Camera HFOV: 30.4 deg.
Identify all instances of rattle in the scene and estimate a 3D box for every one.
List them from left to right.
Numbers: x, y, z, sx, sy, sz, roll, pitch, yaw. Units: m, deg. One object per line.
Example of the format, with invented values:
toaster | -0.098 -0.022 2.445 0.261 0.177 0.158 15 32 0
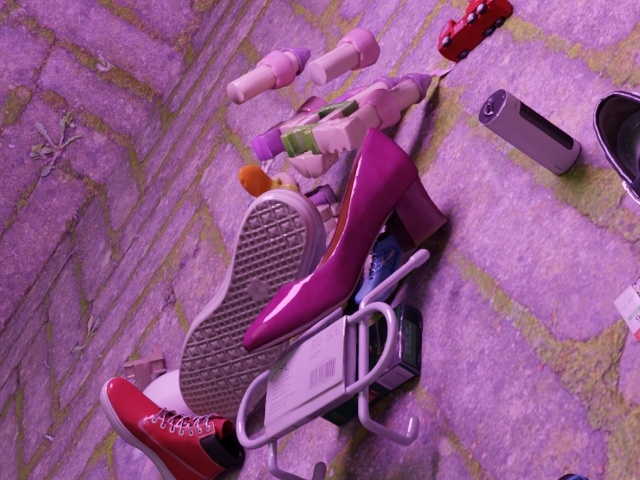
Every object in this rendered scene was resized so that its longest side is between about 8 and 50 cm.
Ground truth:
rattle | -0.139 -0.095 2.321 0.199 0.142 0.130 32 110 61

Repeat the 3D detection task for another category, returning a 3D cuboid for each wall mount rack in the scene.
wall mount rack | 0.032 0.161 1.593 0.350 0.130 0.304 -36 39 43

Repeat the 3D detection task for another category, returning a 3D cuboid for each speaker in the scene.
speaker | 0.272 -0.142 1.537 0.055 0.136 0.055 -45 26 30

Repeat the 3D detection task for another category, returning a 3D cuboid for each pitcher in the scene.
pitcher | -0.224 0.298 2.062 0.207 0.125 0.178 -36 46 22

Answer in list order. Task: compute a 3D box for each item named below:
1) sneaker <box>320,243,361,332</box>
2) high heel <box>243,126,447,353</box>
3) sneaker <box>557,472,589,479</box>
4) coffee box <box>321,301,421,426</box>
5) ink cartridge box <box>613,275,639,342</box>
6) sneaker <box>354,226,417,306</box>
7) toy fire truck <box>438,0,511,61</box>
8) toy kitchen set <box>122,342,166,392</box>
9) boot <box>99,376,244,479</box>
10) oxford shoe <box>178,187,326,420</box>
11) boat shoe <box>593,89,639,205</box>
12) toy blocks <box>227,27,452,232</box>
sneaker | 0.020 0.092 1.869 0.082 0.069 0.209 -55 20 40
high heel | 0.000 0.000 1.679 0.377 0.181 0.127 -37 0 -29
sneaker | 0.210 0.312 1.212 0.188 0.067 0.078 -58 29 12
coffee box | 0.071 0.179 1.685 0.184 0.040 0.113 -39 31 39
ink cartridge box | 0.357 0.080 1.238 0.063 0.029 0.115 -50 24 20
sneaker | 0.090 0.026 1.786 0.162 0.073 0.063 -62 24 -6
toy fire truck | 0.270 -0.399 1.958 0.192 0.047 0.135 -41 29 39
toy kitchen set | -0.365 0.266 2.435 0.075 0.083 0.068 -126 27 -65
boot | -0.239 0.295 1.942 0.176 0.244 0.088 -40 5 37
oxford shoe | -0.103 0.107 1.900 0.449 0.169 0.130 -67 -8 25
boat shoe | 0.382 -0.077 1.293 0.114 0.091 0.302 -54 24 13
toy blocks | 0.053 -0.207 2.023 0.260 0.309 0.288 -36 20 -36
